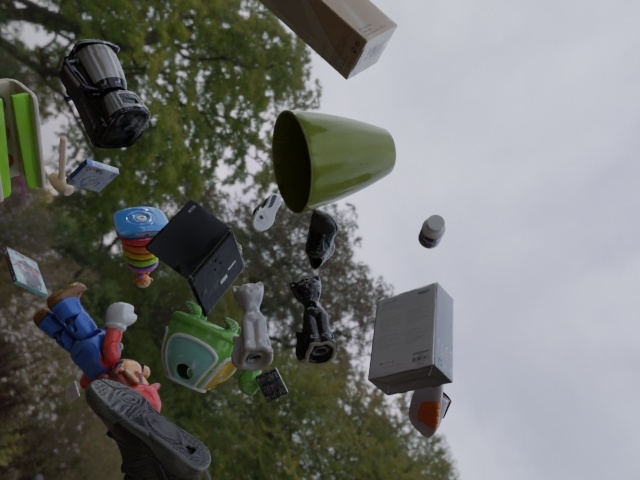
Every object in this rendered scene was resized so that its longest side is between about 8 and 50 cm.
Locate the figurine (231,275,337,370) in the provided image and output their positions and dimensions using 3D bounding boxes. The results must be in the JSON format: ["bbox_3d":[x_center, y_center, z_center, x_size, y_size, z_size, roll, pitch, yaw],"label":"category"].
[{"bbox_3d":[-0.086,0.162,1.161,0.092,0.214,0.210,96,-13,-45],"label":"figurine"}]

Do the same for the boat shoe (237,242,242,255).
[{"bbox_3d":[-0.331,0.049,2.026,0.104,0.089,0.285,34,-6,-13],"label":"boat shoe"}]

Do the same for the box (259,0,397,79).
[{"bbox_3d":[0.014,-0.550,1.311,0.311,0.148,0.121,43,-38,6],"label":"box"}]

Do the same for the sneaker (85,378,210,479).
[{"bbox_3d":[-0.294,0.322,0.851,0.227,0.087,0.130,37,-79,4],"label":"sneaker"}]

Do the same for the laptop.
[{"bbox_3d":[-0.376,0.055,1.686,0.136,0.234,0.265,13,-43,26],"label":"laptop"}]

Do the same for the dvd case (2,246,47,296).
[{"bbox_3d":[-0.671,0.071,1.238,0.119,0.013,0.087,48,-1,36],"label":"dvd case"}]

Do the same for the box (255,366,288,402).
[{"bbox_3d":[-0.142,0.421,1.593,0.083,0.067,0.018,64,0,-5],"label":"box"}]

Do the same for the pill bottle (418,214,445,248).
[{"bbox_3d":[0.321,-0.027,1.564,0.067,0.067,0.120,59,-10,20],"label":"pill bottle"}]

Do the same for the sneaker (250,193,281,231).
[{"bbox_3d":[-0.241,-0.089,2.208,0.079,0.217,0.121,43,-45,-15],"label":"sneaker"}]

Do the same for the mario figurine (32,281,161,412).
[{"bbox_3d":[-0.441,0.243,1.145,0.321,0.170,0.198,51,-28,4],"label":"mario figurine"}]

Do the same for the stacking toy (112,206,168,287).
[{"bbox_3d":[-0.625,0.048,1.906,0.166,0.175,0.302,51,-41,47],"label":"stacking toy"}]

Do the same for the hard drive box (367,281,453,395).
[{"bbox_3d":[0.221,0.236,1.313,0.181,0.232,0.089,-22,-52,34],"label":"hard drive box"}]

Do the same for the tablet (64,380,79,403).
[{"bbox_3d":[-0.817,0.499,1.791,0.083,0.006,0.054,-34,-107,34],"label":"tablet"}]

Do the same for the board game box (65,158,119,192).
[{"bbox_3d":[-0.566,-0.160,1.355,0.090,0.090,0.020,-33,-117,25],"label":"board game box"}]

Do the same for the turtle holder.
[{"bbox_3d":[-0.336,0.350,1.678,0.228,0.320,0.243,-66,-162,-16],"label":"turtle holder"}]

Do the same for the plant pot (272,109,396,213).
[{"bbox_3d":[0.051,-0.232,1.507,0.274,0.293,0.275,169,-90,-67],"label":"plant pot"}]

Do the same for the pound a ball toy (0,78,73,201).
[{"bbox_3d":[-0.765,-0.246,1.391,0.135,0.208,0.319,34,-49,22],"label":"pound a ball toy"}]

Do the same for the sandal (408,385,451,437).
[{"bbox_3d":[0.303,0.401,1.432,0.102,0.076,0.266,35,-54,47],"label":"sandal"}]

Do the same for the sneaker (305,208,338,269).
[{"bbox_3d":[0.000,0.000,1.892,0.101,0.106,0.267,21,-33,20],"label":"sneaker"}]

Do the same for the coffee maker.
[{"bbox_3d":[-0.426,-0.273,1.079,0.178,0.120,0.171,61,-30,12],"label":"coffee maker"}]
